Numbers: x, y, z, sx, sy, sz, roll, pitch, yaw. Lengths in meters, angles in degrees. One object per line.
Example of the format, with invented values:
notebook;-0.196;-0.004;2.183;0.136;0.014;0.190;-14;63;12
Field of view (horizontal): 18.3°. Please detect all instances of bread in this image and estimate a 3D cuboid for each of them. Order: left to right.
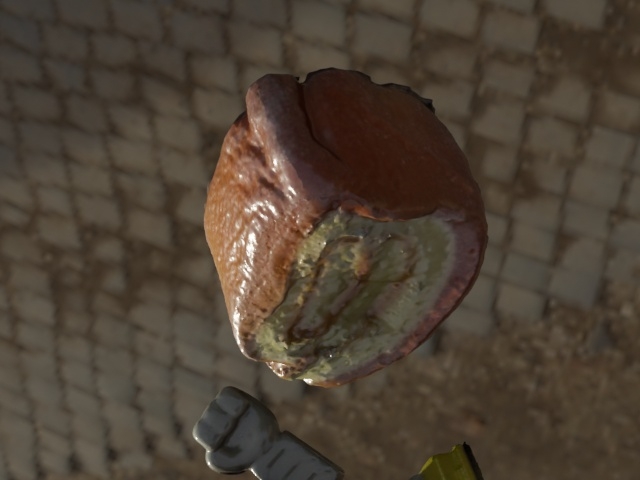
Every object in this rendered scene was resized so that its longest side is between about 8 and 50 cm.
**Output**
bread;0.012;0.001;1.452;0.190;0.123;0.244;3;138;-20

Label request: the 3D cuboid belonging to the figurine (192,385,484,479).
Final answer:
figurine;-0.022;0.251;1.304;0.308;0.308;0.143;15;150;9
